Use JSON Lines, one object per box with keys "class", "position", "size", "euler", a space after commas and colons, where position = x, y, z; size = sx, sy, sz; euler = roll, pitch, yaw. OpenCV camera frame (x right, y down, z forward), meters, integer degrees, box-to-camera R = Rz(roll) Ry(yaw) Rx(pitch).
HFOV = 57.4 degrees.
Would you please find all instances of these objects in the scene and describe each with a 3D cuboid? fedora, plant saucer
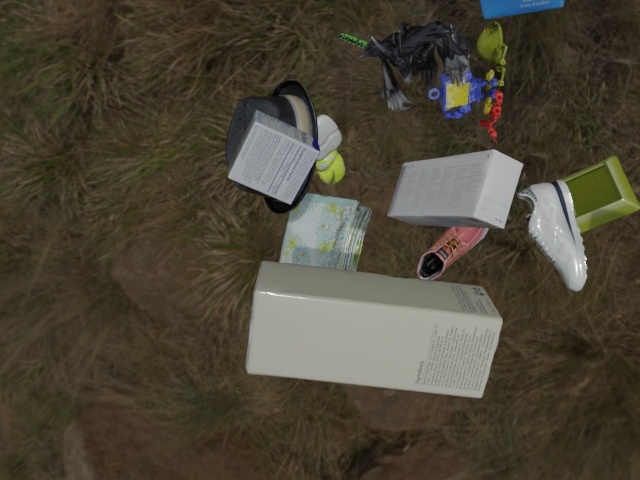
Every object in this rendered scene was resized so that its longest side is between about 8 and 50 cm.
{"class": "fedora", "position": [-0.136, -0.231, 1.425], "size": [0.334, 0.153, 0.333], "euler": [-1, 89, 58]}
{"class": "plant saucer", "position": [0.768, -0.135, 1.651], "size": [0.188, 0.045, 0.188], "euler": [-27, 55, 29]}

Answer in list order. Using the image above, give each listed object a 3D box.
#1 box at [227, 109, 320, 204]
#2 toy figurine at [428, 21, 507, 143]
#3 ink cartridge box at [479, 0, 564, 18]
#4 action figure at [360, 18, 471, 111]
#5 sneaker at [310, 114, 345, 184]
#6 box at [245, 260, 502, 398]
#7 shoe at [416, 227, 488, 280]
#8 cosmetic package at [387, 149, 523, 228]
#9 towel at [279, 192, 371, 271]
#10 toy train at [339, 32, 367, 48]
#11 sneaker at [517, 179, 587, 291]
{"class": "box", "position": [-0.090, -0.159, 1.123], "size": [0.137, 0.072, 0.126], "euler": [23, 115, -18]}
{"class": "toy figurine", "position": [0.450, -0.481, 1.839], "size": [0.217, 0.191, 0.362], "euler": [-2, 136, 8]}
{"class": "ink cartridge box", "position": [0.171, -0.335, 0.509], "size": [0.078, 0.134, 0.231], "euler": [4, 144, 32]}
{"class": "action figure", "position": [0.185, -0.317, 1.044], "size": [0.164, 0.276, 0.140], "euler": [-12, 99, 34]}
{"class": "sneaker", "position": [-0.008, -0.249, 1.494], "size": [0.126, 0.091, 0.240], "euler": [53, 166, 32]}
{"class": "box", "position": [0.057, 0.102, 0.682], "size": [0.275, 0.094, 0.113], "euler": [8, 111, -3]}
{"class": "shoe", "position": [0.257, 0.011, 1.134], "size": [0.063, 0.081, 0.178], "euler": [44, 128, 8]}
{"class": "cosmetic package", "position": [0.196, -0.074, 0.894], "size": [0.060, 0.239, 0.098], "euler": [18, 87, -22]}
{"class": "towel", "position": [0.000, 0.000, 2.073], "size": [0.374, 0.090, 0.320], "euler": [14, 89, 47]}
{"class": "toy train", "position": [0.093, -0.563, 1.640], "size": [0.083, 0.023, 0.017], "euler": [25, 136, 7]}
{"class": "sneaker", "position": [0.479, -0.006, 1.203], "size": [0.095, 0.090, 0.235], "euler": [-13, 75, 5]}
